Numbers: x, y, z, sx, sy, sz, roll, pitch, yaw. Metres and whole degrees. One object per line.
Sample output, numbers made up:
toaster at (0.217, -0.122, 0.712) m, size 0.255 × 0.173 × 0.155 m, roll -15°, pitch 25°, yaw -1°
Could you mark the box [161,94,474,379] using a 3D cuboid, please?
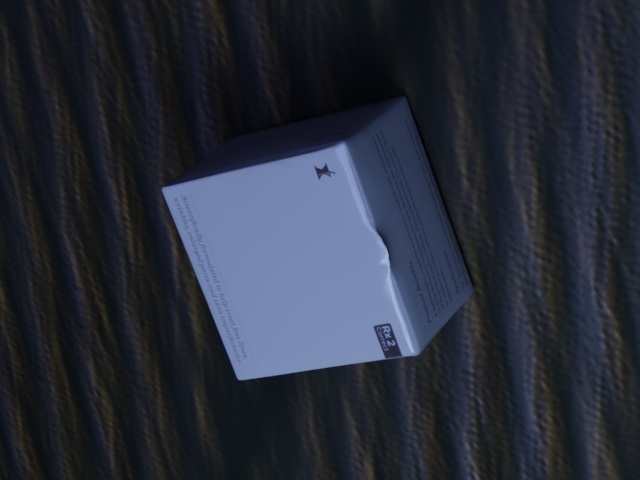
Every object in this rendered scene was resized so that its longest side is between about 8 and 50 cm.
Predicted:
box at (0.000, 0.000, 1.337) m, size 0.182 × 0.119 × 0.181 m, roll -11°, pitch 107°, yaw 33°
